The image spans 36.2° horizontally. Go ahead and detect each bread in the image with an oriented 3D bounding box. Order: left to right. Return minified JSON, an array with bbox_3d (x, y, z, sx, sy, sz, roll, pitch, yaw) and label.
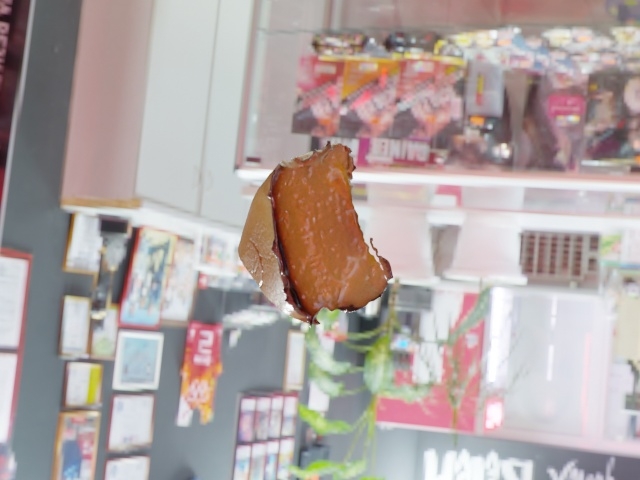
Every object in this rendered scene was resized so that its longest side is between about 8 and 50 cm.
[{"bbox_3d":[0.000,0.000,1.097,0.140,0.160,0.169,-20,154,-26],"label":"bread"}]
